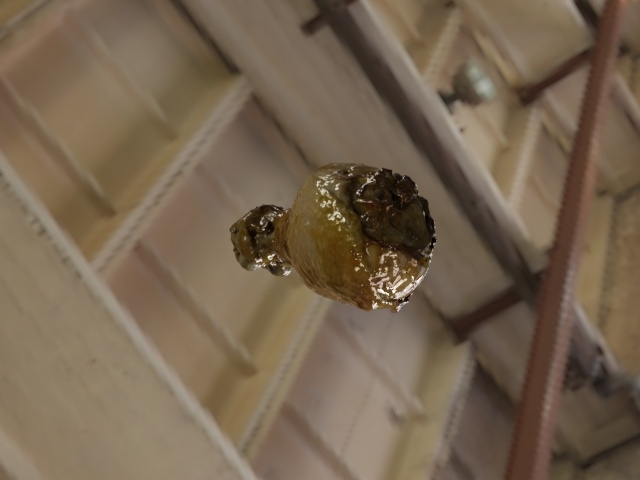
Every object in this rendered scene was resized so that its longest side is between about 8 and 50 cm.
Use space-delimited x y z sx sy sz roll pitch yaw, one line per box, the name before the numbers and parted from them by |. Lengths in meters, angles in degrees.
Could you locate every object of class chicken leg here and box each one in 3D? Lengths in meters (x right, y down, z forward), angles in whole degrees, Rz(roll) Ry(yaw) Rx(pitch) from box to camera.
chicken leg | -0.003 -0.001 1.250 0.087 0.251 0.107 4 -93 -28
